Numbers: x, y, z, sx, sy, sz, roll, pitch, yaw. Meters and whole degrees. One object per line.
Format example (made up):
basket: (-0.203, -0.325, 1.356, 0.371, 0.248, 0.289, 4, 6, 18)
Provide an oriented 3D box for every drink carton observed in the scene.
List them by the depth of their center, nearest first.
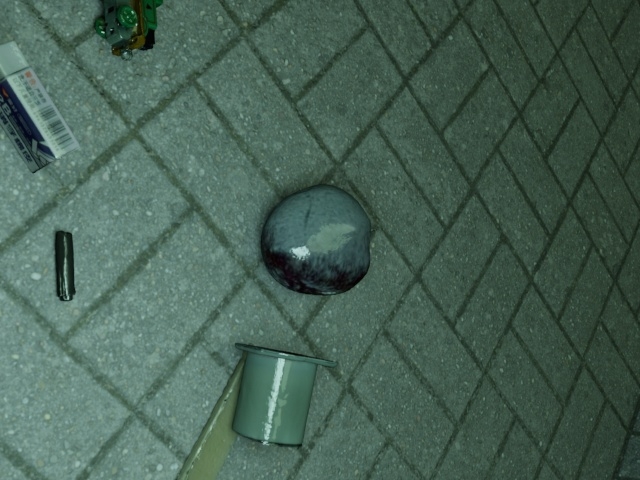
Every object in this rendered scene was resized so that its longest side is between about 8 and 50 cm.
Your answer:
drink carton: (-0.099, 0.318, 1.489, 0.191, 0.185, 0.189, 19, 83, -42)

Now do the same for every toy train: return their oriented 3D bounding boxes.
toy train: (-0.385, -0.476, 1.452, 0.136, 0.091, 0.227, -4, 86, -51)

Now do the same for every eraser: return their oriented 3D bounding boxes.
eraser: (-0.527, -0.233, 1.265, 0.068, 0.124, 0.210, -39, 108, -37)

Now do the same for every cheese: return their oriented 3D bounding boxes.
cheese: (-0.210, 0.404, 1.500, 0.085, 0.034, 0.400, 45, 58, -26)

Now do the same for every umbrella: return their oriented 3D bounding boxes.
umbrella: (-0.475, 0.047, 1.328, 0.036, 0.031, 0.133, 1, 83, -39)

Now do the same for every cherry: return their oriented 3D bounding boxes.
cherry: (0.000, 0.000, 1.624, 0.296, 0.218, 0.254, -9, 95, -36)
